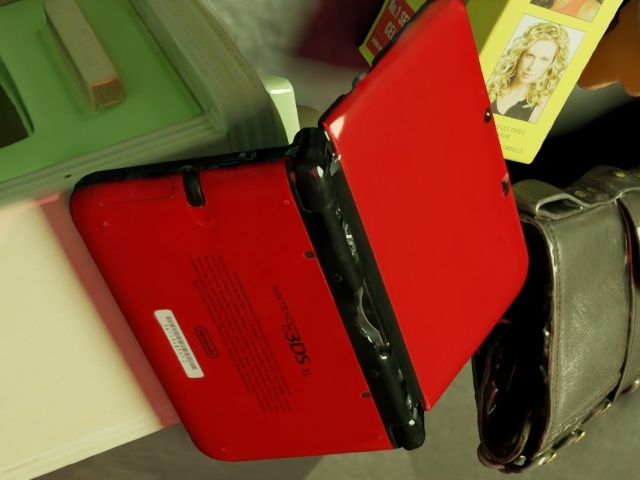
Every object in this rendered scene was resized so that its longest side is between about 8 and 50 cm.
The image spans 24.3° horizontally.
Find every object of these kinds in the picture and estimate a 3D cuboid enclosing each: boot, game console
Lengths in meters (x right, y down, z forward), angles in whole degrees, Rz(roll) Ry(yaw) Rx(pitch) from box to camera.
[{"bbox_3d":[0.155,0.050,0.746,0.229,0.091,0.263,-32,128,-35],"label":"boot"},{"bbox_3d":[0.000,0.000,0.514,0.124,0.085,0.144,-7,134,16],"label":"game console"}]

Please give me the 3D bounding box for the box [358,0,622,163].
[{"bbox_3d":[0.102,-0.152,0.609,0.058,0.087,0.232,10,121,-32],"label":"box"}]

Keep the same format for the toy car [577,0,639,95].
[{"bbox_3d":[0.229,-0.122,0.672,0.238,0.210,0.219,-11,122,17],"label":"toy car"}]

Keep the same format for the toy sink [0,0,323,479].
[{"bbox_3d":[-0.085,-0.023,0.562,0.234,0.153,0.131,-19,132,-14],"label":"toy sink"}]
